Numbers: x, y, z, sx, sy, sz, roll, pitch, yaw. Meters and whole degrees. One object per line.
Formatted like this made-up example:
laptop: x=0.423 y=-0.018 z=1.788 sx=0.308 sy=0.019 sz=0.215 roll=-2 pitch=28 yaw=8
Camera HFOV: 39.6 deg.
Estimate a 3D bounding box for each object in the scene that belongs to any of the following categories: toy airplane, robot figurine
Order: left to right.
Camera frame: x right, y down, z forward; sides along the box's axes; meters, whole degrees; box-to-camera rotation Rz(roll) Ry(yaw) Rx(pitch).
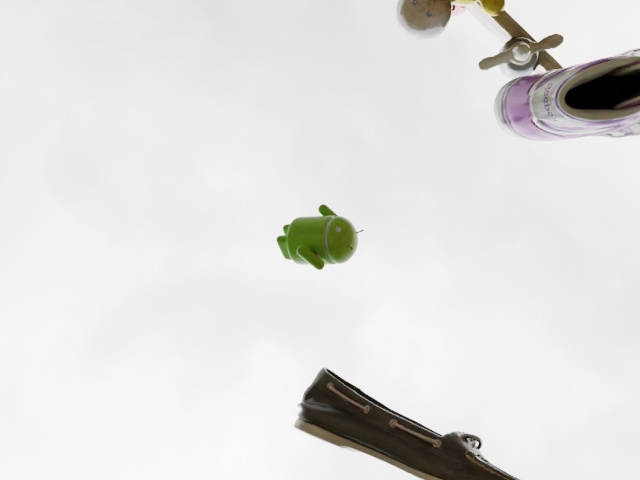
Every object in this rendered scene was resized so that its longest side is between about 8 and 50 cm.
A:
robot figurine: x=0.000 y=0.000 z=1.210 sx=0.115 sy=0.067 sz=0.101 roll=-1 pitch=-142 yaw=27
toy airplane: x=0.214 y=-0.414 z=1.421 sx=0.272 sy=0.384 sz=0.386 roll=-45 pitch=-136 yaw=-16

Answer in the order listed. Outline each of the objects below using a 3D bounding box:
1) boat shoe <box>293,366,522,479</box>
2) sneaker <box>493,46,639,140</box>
boat shoe: x=0.123 y=0.256 z=1.157 sx=0.335 sy=0.112 sz=0.095 roll=16 pitch=-101 yaw=22
sneaker: x=0.355 y=-0.165 z=0.989 sx=0.282 sy=0.161 sz=0.102 roll=-17 pitch=-85 yaw=-20
